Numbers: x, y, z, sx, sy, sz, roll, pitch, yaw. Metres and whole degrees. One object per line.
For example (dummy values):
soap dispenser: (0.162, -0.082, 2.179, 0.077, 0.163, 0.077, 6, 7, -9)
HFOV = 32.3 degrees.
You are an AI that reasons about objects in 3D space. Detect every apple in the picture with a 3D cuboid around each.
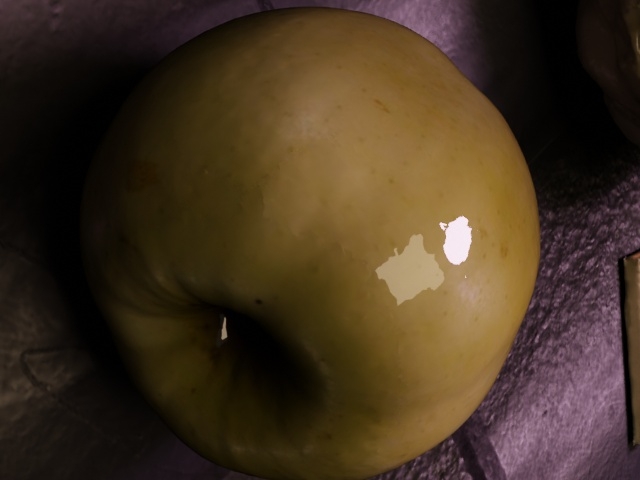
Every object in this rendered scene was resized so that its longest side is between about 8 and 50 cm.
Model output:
apple: (0.000, 0.000, 0.618, 0.262, 0.262, 0.262, -7, 100, -42)

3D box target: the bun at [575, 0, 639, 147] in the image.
bun: (0.347, -0.214, 0.927, 0.326, 0.235, 0.361, -30, 100, -43)

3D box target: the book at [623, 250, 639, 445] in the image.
book: (0.407, 0.073, 1.150, 0.290, 0.026, 0.201, -18, 108, -40)
